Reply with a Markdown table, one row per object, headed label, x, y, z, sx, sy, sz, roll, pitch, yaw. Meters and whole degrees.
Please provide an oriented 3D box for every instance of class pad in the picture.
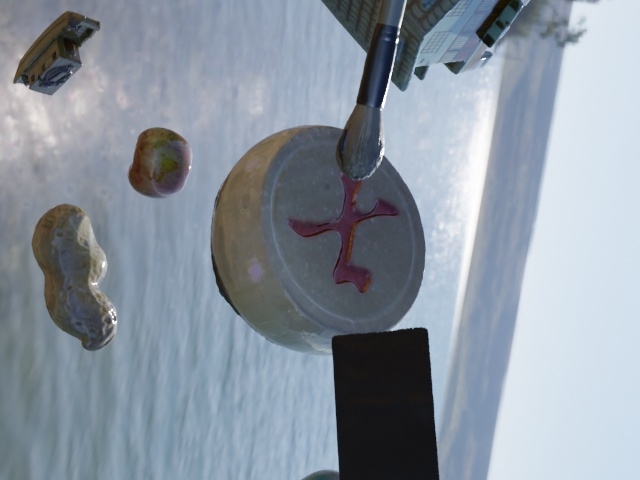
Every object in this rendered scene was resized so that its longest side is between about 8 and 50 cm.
| label | x | y | z | sx | sy | sz | roll | pitch | yaw |
| --- | --- | --- | --- | --- | --- | --- | --- | --- | --- |
| pad | 0.072 | 0.197 | 1.052 | 0.004 | 0.116 | 0.193 | 42 | 44 | -68 |

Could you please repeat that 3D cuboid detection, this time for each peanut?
| label | x | y | z | sx | sy | sz | roll | pitch | yaw |
| --- | --- | --- | --- | --- | --- | --- | --- | --- | --- |
| peanut | -0.366 | 0.056 | 1.397 | 0.086 | 0.104 | 0.227 | -20 | -98 | 55 |

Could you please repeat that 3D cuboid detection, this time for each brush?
| label | x | y | z | sx | sy | sz | roll | pitch | yaw |
| --- | --- | --- | --- | --- | --- | --- | --- | --- | --- |
| brush | 0.058 | -0.198 | 0.804 | 0.039 | 0.042 | 0.299 | -30 | 132 | -74 |

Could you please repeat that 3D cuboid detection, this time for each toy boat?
| label | x | y | z | sx | sy | sz | roll | pitch | yaw |
| --- | --- | --- | --- | --- | --- | --- | --- | --- | --- |
| toy boat | -0.419 | -0.295 | 1.488 | 0.057 | 0.200 | 0.077 | 11 | 54 | -47 |

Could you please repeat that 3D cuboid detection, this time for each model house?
| label | x | y | z | sx | sy | sz | roll | pitch | yaw |
| --- | --- | --- | --- | --- | --- | --- | --- | --- | --- |
| model house | 0.107 | -0.302 | 1.012 | 0.215 | 0.224 | 0.198 | -17 | 153 | -45 |

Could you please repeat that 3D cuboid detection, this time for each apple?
| label | x | y | z | sx | sy | sz | roll | pitch | yaw |
| --- | --- | --- | --- | --- | --- | --- | --- | --- | --- |
| apple | -0.275 | -0.131 | 1.611 | 0.126 | 0.102 | 0.126 | -164 | -90 | -77 |

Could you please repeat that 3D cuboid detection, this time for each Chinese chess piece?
| label | x | y | z | sx | sy | sz | roll | pitch | yaw |
| --- | --- | --- | --- | --- | --- | --- | --- | --- | --- |
| Chinese chess piece | 0.000 | 0.000 | 1.363 | 0.140 | 0.338 | 0.338 | -24 | -138 | 48 |

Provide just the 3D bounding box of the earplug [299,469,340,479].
| label | x | y | z | sx | sy | sz | roll | pitch | yaw |
| --- | --- | --- | --- | --- | --- | --- | --- | --- | --- |
| earplug | -0.051 | 0.440 | 1.198 | 0.324 | 0.185 | 0.185 | -54 | 168 | -4 |
